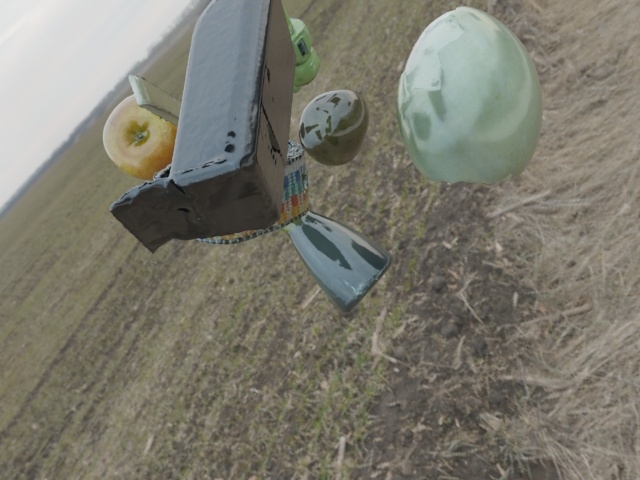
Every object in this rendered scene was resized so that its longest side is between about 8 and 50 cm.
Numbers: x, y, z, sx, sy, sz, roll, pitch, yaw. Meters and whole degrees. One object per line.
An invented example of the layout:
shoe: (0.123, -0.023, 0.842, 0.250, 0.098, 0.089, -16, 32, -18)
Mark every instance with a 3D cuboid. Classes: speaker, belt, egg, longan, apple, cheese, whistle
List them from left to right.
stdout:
apple: (-0.532, -0.325, 1.860, 0.286, 0.286, 0.233, -46, 5, 3)
cheese: (-0.332, -0.302, 1.458, 0.034, 0.085, 0.400, -31, -14, 12)
speaker: (-0.149, -0.182, 0.859, 0.184, 0.180, 0.389, 0, 64, 10)
belt: (-0.150, -0.084, 1.123, 0.206, 0.161, 0.295, 16, 33, 34)
whistle: (-0.065, -0.409, 1.256, 0.085, 0.227, 0.105, 28, 73, 34)
longan: (0.038, -0.314, 1.652, 0.220, 0.196, 0.197, -61, 17, 24)
egg: (0.283, -0.273, 1.161, 0.278, 0.336, 0.278, -10, 12, 2)

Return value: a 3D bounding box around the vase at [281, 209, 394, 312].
vase: (0.000, 0.000, 1.368, 0.173, 0.321, 0.173, -47, -6, -6)
